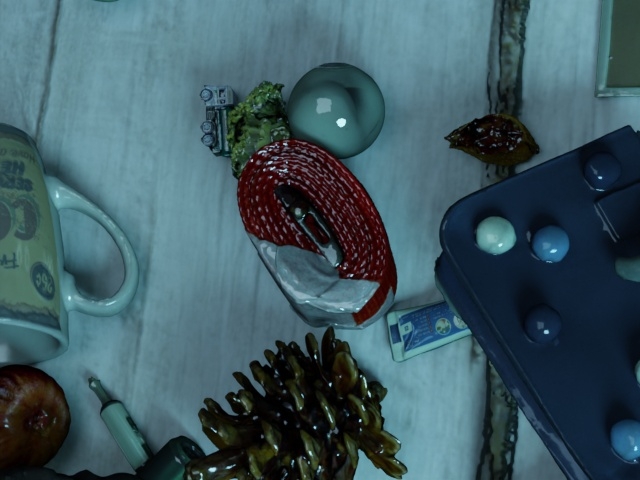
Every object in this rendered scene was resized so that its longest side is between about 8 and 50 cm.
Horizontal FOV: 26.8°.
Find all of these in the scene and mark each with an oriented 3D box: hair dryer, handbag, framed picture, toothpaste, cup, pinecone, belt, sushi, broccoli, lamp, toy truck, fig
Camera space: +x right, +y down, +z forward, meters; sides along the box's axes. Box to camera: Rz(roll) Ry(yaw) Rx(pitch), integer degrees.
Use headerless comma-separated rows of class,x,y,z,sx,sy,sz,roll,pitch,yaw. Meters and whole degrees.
hair dryer,-0.208,0.217,1.496,0.100,0.057,0.198,-47,58,9
handbag,0.283,0.057,1.201,0.269,0.118,0.326,-27,65,-10
framed picture,0.363,-0.208,1.310,0.183,0.011,0.142,2,81,27
toothpaste,0.155,0.071,1.347,0.197,0.035,0.057,-20,63,25
cup,-0.357,0.000,1.536,0.301,0.227,0.257,0,74,-3
pinecone,-0.030,0.199,1.341,0.212,0.169,0.186,-36,51,2
belt,0.000,0.000,1.391,0.128,0.124,0.201,-32,71,-3
sushi,0.177,-0.104,1.363,0.099,0.047,0.050,-2,76,25
broccoli,-0.065,-0.115,1.465,0.097,0.095,0.092,-37,20,-12
lamp,0.016,-0.136,1.416,0.105,0.105,0.105,-5,78,26
toy truck,-0.111,-0.135,1.520,0.044,0.039,0.083,-5,79,9
fig,-0.349,0.198,1.536,0.128,0.128,0.150,-56,22,7

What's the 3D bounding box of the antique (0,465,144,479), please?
antique,-0.261,0.376,1.396,0.255,0.185,0.322,-11,104,33
